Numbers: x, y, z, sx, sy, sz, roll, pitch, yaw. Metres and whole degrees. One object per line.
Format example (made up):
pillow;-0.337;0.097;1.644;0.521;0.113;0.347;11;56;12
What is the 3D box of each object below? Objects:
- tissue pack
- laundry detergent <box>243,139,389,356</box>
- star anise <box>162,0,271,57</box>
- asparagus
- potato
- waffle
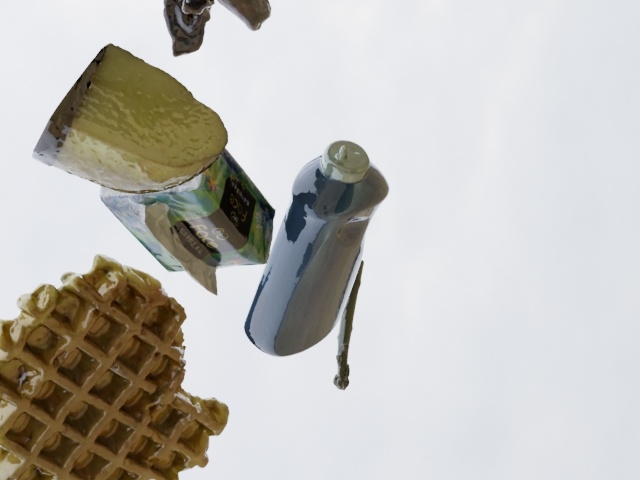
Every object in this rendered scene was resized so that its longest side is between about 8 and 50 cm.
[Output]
tissue pack;-0.095;-0.017;1.062;0.111;0.085;0.079;54;-142;-53
laundry detergent;-0.001;-0.001;1.132;0.097;0.061;0.206;-29;-28;-37
star anise;-0.098;-0.323;1.546;0.212;0.129;0.282;-93;11;-71
asparagus;0.025;0.077;1.371;0.015;0.018;0.127;55;-140;-62
potato;-0.119;-0.061;0.952;0.066;0.103;0.096;-57;4;43
waffle;-0.193;0.134;1.348;0.249;0.056;0.253;-1;-71;-31
